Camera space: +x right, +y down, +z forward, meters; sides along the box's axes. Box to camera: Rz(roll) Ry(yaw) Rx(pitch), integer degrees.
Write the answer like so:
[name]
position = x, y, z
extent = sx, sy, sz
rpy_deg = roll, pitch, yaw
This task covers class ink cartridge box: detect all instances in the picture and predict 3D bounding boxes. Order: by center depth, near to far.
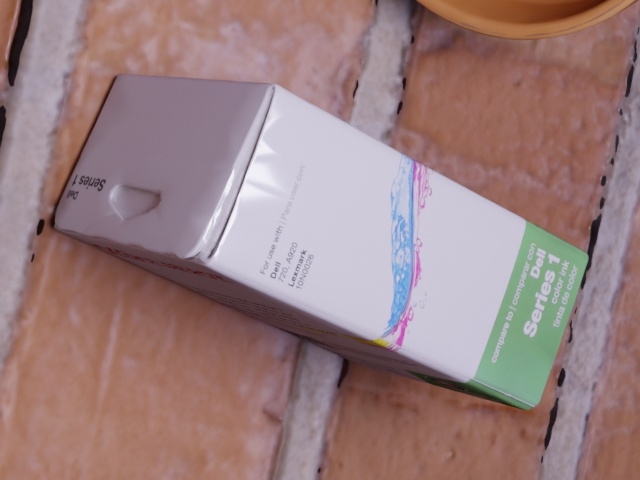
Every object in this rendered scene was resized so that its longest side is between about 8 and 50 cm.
[ink cartridge box]
position = 0.000, 0.000, 1.074
extent = 0.278, 0.201, 0.117
rpy_deg = 26, 81, -34

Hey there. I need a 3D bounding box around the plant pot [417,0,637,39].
[plant pot]
position = 0.177, -0.300, 1.126
extent = 0.203, 0.291, 0.291
rpy_deg = -27, 112, -47
